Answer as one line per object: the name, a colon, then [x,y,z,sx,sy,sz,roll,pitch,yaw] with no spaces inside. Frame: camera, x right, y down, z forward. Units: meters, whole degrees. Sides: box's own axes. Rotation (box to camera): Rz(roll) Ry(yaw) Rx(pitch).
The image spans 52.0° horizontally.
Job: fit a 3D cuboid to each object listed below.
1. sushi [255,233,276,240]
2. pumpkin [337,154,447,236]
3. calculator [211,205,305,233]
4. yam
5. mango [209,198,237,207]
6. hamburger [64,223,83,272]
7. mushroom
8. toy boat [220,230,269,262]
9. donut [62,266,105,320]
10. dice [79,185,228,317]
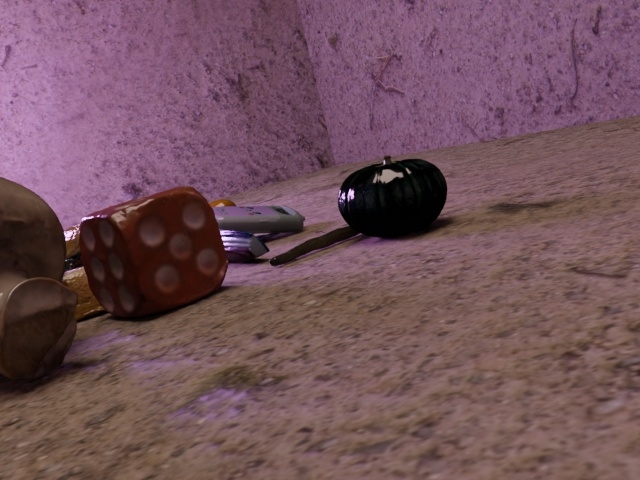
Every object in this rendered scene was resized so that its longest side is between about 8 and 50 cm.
sushi: [-0.227,-0.007,1.528,0.192,0.050,0.215,-8,10,32]
pumpkin: [0.128,-0.082,1.176,0.202,0.140,0.202,-12,12,3]
calculator: [-0.151,-0.048,1.507,0.246,0.045,0.141,-1,15,-20]
yam: [0.001,0.002,1.198,0.234,0.029,0.027,-21,40,-37]
mango: [-0.301,-0.066,1.889,0.111,0.089,0.163,-21,3,-35]
hamburger: [-0.537,0.008,1.661,0.211,0.132,0.309,-14,7,13]
mushroom: [-0.446,0.068,0.823,0.290,0.297,0.297,35,38,30]
toy boat: [-0.181,0.015,1.297,0.229,0.080,0.046,-1,50,53]
donut: [-0.428,0.088,1.134,0.217,0.085,0.141,-17,9,-20]
dice: [-0.270,0.019,1.050,0.174,0.175,0.179,-4,17,47]
